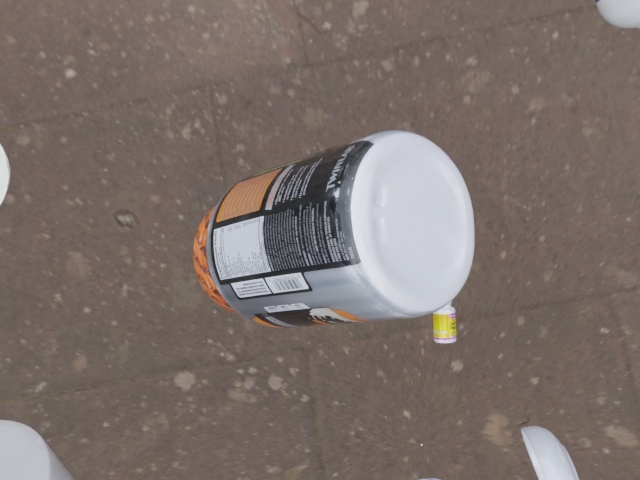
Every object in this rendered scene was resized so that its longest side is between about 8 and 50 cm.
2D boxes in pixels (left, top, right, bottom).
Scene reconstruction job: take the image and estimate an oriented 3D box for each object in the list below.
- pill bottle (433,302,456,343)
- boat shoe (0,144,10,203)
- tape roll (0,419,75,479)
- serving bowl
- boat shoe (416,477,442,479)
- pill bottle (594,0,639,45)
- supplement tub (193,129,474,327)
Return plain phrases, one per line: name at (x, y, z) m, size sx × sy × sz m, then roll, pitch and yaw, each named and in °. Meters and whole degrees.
pill bottle at (0.238, 0.153, 1.521) m, size 0.044 × 0.043 × 0.083 m, roll -3°, pitch 95°, yaw 7°
boat shoe at (-0.366, -0.084, 0.517) m, size 0.305 × 0.091 × 0.109 m, roll 24°, pitch 80°, yaw -33°
tape roll at (-0.328, 0.318, 0.750) m, size 0.246 × 0.169 × 0.246 m, roll -15°, pitch 34°, yaw 11°
serving bowl at (0.194, 0.191, 0.654) m, size 0.027 × 0.083 × 0.083 m, roll -21°, pitch 74°, yaw 6°
boat shoe at (-0.003, 0.306, 0.643) m, size 0.302 × 0.109 × 0.094 m, roll -47°, pitch 109°, yaw -4°
pill bottle at (0.334, -0.321, 0.787) m, size 0.169 × 0.169 × 0.301 m, roll -26°, pitch 95°, yaw 0°
supplement tub at (0.000, 0.000, 0.899) m, size 0.316 × 0.194 × 0.193 m, roll -11°, pitch 68°, yaw 50°
